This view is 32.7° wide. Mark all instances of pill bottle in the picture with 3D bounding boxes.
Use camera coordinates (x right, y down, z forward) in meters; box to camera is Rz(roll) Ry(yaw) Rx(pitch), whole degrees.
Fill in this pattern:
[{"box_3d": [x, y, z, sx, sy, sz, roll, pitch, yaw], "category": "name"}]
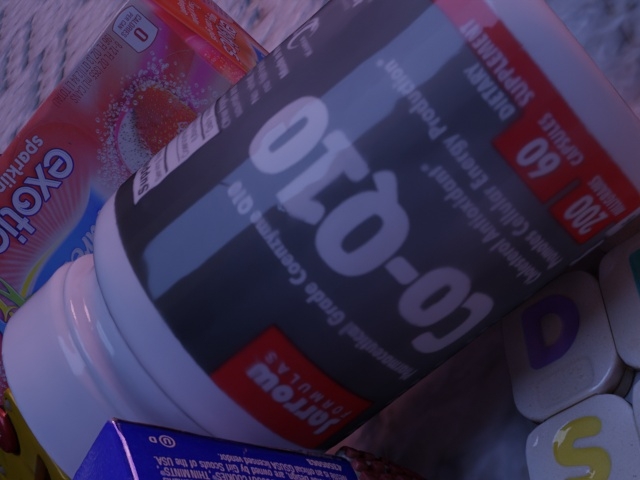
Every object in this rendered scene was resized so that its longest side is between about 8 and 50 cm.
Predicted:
[{"box_3d": [0.000, 0.000, 0.508, 0.283, 0.161, 0.161, -40, 36, 13], "category": "pill bottle"}]

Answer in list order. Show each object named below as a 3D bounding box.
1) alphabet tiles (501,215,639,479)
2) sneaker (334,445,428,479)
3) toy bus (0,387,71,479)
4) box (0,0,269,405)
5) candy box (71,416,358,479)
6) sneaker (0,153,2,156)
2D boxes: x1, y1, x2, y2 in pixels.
[{"box_3d": [0.194, 0.022, 0.424, 0.284, 0.021, 0.278, -35, 39, 31], "category": "alphabet tiles"}, {"box_3d": [0.039, 0.172, 0.438, 0.092, 0.088, 0.225, -48, 34, 16], "category": "sneaker"}, {"box_3d": [-0.134, 0.152, 0.658, 0.191, 0.202, 0.104, -44, 65, 8], "category": "toy bus"}, {"box_3d": [-0.142, -0.010, 0.732, 0.300, 0.154, 0.142, -45, 8, 16], "category": "box"}, {"box_3d": [-0.041, 0.267, 0.350, 0.268, 0.122, 0.317, -57, 38, 24], "category": "candy box"}, {"box_3d": [-0.327, -0.015, 1.103, 0.224, 0.083, 0.098, -23, 67, 47], "category": "sneaker"}]
